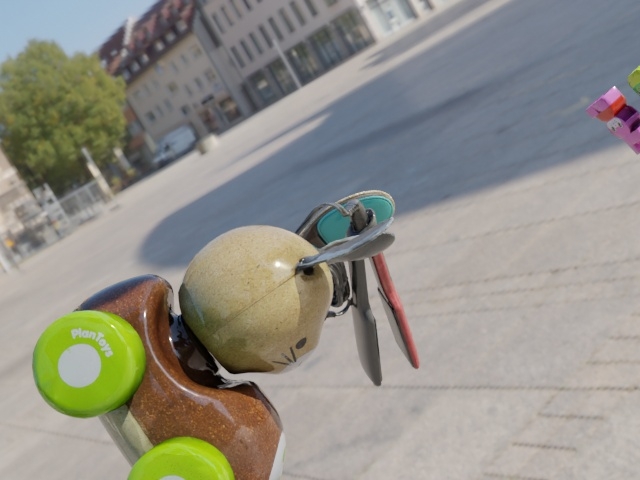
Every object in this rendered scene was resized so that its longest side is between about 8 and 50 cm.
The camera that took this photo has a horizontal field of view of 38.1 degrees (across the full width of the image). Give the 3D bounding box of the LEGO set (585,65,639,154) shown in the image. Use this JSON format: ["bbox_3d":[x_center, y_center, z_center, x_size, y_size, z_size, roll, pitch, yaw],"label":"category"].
[{"bbox_3d":[0.341,-0.142,0.841,0.087,0.093,0.227,-42,-3,-8],"label":"LEGO set"}]

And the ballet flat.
[{"bbox_3d":[0.000,0.000,1.171,0.206,0.073,0.067,-34,17,0],"label":"ballet flat"}]

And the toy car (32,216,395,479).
[{"bbox_3d":[-0.032,0.053,0.507,0.188,0.149,0.155,-36,-4,0],"label":"toy car"}]

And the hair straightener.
[{"bbox_3d":[0.026,0.052,0.799,0.089,0.230,0.047,-25,47,-7],"label":"hair straightener"}]
